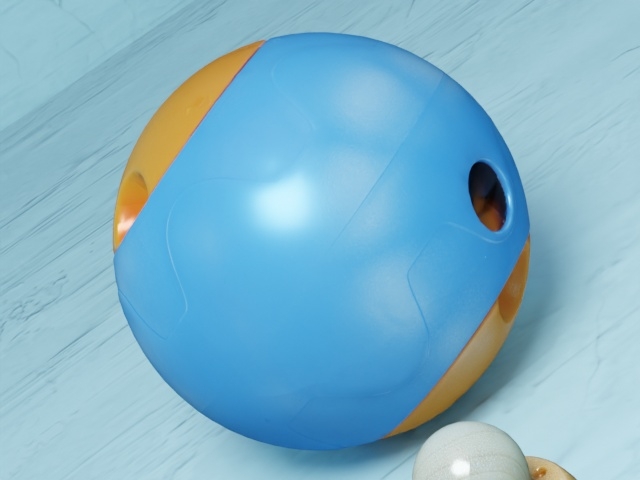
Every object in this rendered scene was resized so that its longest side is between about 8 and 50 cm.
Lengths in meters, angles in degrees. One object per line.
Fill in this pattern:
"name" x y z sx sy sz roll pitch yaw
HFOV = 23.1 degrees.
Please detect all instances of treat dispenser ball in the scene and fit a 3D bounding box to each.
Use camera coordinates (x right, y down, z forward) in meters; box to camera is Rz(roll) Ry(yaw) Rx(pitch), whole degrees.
"treat dispenser ball" 0.000 0.000 1.084 0.288 0.288 0.288 -25 25 13

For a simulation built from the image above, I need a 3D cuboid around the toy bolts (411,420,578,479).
"toy bolts" 0.022 0.197 0.834 0.228 0.158 0.218 -44 27 -26
